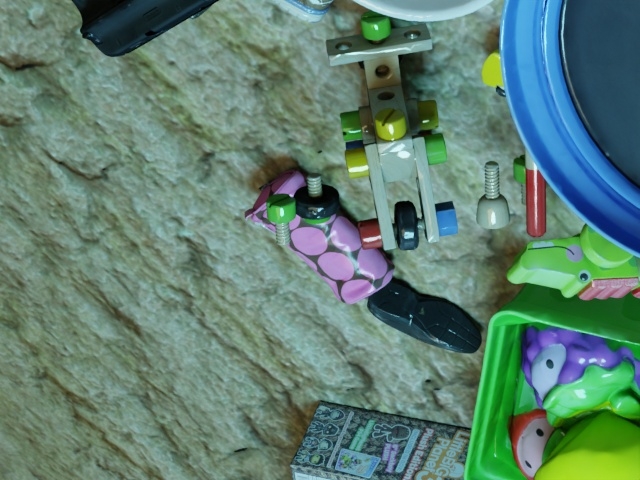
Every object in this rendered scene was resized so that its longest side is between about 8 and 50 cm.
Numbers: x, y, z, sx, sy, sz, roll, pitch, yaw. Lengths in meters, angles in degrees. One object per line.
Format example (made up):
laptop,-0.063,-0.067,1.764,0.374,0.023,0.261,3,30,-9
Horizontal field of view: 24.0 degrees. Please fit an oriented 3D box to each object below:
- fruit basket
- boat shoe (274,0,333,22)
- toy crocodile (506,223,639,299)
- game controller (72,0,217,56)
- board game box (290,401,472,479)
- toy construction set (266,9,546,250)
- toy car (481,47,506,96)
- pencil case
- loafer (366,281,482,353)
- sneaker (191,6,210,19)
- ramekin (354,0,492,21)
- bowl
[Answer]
fruit basket,0.328,0.261,1.924,0.283,0.392,0.392,15,134,13
boat shoe,-0.063,-0.333,1.789,0.183,0.066,0.066,26,132,-12
toy crocodile,0.389,0.025,1.790,0.341,0.105,0.115,-4,164,-15
game controller,-0.213,-0.332,1.804,0.319,0.067,0.166,-18,92,51
board game box,0.121,0.395,2.297,0.291,0.141,0.232,9,133,18
toy construction set,0.117,-0.135,1.760,0.309,0.257,0.237,8,123,20
toy car,0.335,-0.181,1.740,0.239,0.053,0.225,42,133,-16
pencil case,0.000,0.000,2.036,0.098,0.095,0.209,-44,104,8
loafer,0.144,0.111,2.099,0.170,0.062,0.061,29,158,3
sneaker,-0.170,-0.348,1.835,0.073,0.063,0.162,14,130,34
ramekin,0.110,-0.385,1.593,0.277,0.135,0.277,13,130,16
bowl,0.352,-0.158,1.486,0.391,0.077,0.391,29,135,34
